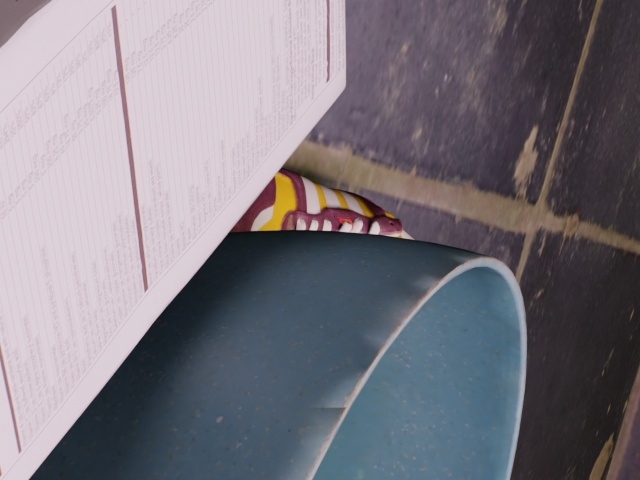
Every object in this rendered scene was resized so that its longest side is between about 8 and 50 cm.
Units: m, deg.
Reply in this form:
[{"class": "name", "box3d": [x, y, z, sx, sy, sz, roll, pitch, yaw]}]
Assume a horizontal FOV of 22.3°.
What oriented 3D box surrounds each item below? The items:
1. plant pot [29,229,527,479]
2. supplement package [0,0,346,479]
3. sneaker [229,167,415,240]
[{"class": "plant pot", "box3d": [-0.064, 0.118, 0.621, 0.290, 0.195, 0.290, -50, 150, -44]}, {"class": "supplement package", "box3d": [-0.104, -0.049, 0.477, 0.244, 0.134, 0.139, -53, 152, -43]}, {"class": "sneaker", "box3d": [0.000, 0.000, 0.847, 0.185, 0.084, 0.070, -7, 112, -68]}]
